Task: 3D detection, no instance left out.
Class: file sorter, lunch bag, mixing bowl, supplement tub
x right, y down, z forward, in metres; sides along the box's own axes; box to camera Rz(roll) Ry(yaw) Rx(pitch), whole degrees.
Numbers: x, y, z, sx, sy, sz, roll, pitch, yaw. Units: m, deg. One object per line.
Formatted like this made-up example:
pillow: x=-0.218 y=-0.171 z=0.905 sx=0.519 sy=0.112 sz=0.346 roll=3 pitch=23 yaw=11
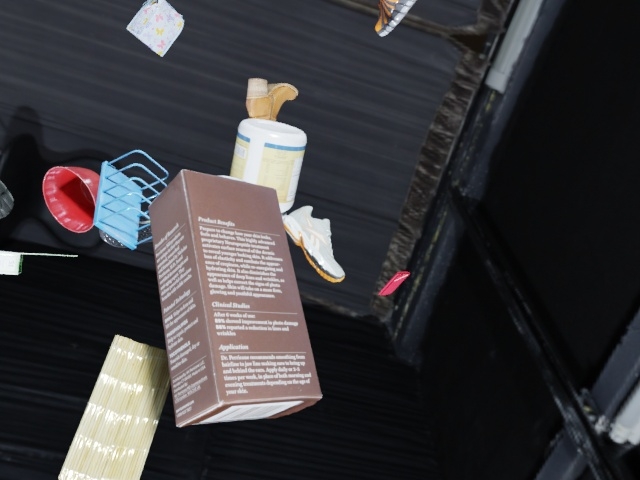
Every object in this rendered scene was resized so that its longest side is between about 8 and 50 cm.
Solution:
file sorter: x=-0.402 y=-0.092 z=1.359 sx=0.118 sy=0.104 sz=0.170 roll=46 pitch=30 yaw=-48
lunch bag: x=-0.297 y=-0.393 z=1.140 sx=0.083 sy=0.053 sz=0.071 roll=-52 pitch=146 yaw=4
mixing bowl: x=-0.632 y=-0.122 z=1.661 sx=0.098 sy=0.181 sz=0.181 roll=-42 pitch=157 yaw=-55
supplement tub: x=-0.116 y=-0.143 z=1.314 sx=0.144 sy=0.144 sz=0.200 roll=-98 pitch=-160 yaw=-70

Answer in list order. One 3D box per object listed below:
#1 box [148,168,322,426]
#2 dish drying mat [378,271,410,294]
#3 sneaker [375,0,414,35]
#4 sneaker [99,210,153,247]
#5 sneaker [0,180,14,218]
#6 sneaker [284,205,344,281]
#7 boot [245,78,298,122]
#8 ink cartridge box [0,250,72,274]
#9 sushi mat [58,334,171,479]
box: x=-0.146 y=0.090 z=1.007 sx=0.143 sy=0.191 sz=0.381 roll=-34 pitch=-121 yaw=41
dish drying mat: x=0.149 y=0.088 z=1.270 sx=0.083 sy=0.032 sz=0.008 roll=-56 pitch=-134 yaw=47
sneaker: x=0.209 y=-0.769 z=1.889 sx=0.124 sy=0.180 sz=0.321 roll=-55 pitch=-175 yaw=-29
sneaker: x=-0.543 y=-0.039 z=1.810 sx=0.097 sy=0.234 sz=0.084 roll=36 pitch=-66 yaw=33
sneaker: x=-0.556 y=-0.034 z=0.910 sx=0.106 sy=0.101 sz=0.267 roll=-33 pitch=-167 yaw=16
sneaker: x=0.000 y=0.000 z=1.817 sx=0.121 sy=0.262 sz=0.099 roll=-36 pitch=162 yaw=-13
boot: x=-0.136 y=-0.356 z=1.722 sx=0.197 sy=0.073 sz=0.152 roll=-7 pitch=100 yaw=-51
ink cartridge box: x=-0.687 y=0.050 z=1.431 sx=0.171 sy=0.235 sz=0.056 roll=177 pitch=-81 yaw=-66
sushi mat: x=-0.415 y=0.364 z=1.321 sx=0.019 sy=0.151 sz=0.316 roll=-46 pitch=-154 yaw=56
